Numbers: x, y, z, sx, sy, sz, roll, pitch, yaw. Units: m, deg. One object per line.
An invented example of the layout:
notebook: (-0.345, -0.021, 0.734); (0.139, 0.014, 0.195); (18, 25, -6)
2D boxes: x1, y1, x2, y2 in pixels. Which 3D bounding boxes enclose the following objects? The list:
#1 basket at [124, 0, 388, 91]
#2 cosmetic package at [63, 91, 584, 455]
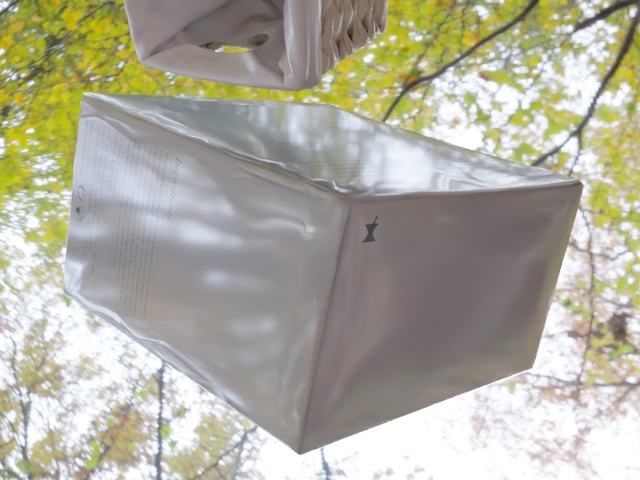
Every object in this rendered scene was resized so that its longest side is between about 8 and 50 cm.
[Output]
basket: (-0.030, -0.173, 0.431); (0.103, 0.113, 0.167); (-37, -47, -46)
cosmetic package: (0.000, 0.000, 0.538); (0.224, 0.225, 0.138); (-7, -68, -46)
